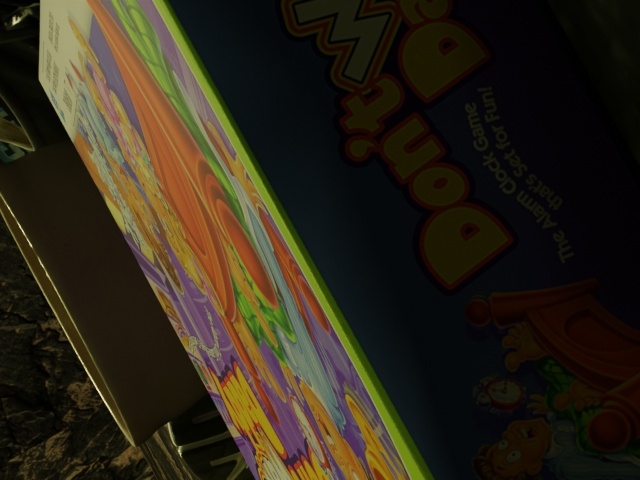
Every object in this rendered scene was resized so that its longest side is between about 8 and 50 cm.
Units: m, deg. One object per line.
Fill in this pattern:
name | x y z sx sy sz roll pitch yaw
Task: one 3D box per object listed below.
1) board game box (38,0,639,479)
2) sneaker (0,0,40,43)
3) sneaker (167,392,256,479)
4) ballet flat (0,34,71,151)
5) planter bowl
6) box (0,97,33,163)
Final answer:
board game box | 0.000 0.000 0.550 0.233 0.078 0.347 61 169 1
sneaker | -0.125 -0.159 0.682 0.330 0.129 0.147 160 97 -78
sneaker | -0.069 0.052 1.038 0.094 0.081 0.209 -133 23 -76
ballet flat | -0.204 -0.128 0.893 0.280 0.096 0.095 45 -167 -26
planter bowl | -0.088 0.010 0.899 0.162 0.109 0.162 58 169 17
box | -0.248 -0.131 1.194 0.295 0.073 0.293 49 179 -35
